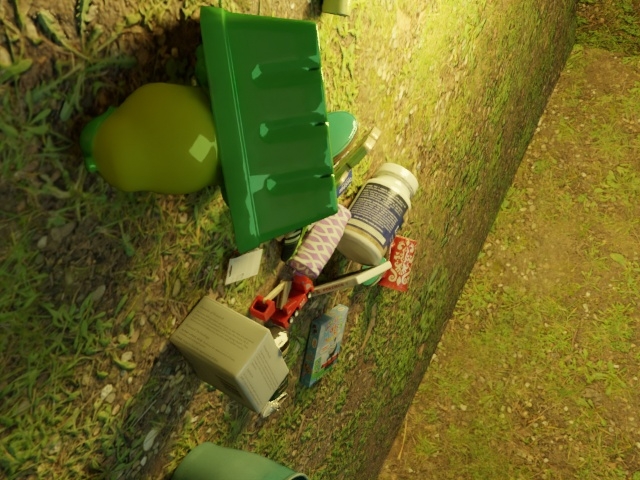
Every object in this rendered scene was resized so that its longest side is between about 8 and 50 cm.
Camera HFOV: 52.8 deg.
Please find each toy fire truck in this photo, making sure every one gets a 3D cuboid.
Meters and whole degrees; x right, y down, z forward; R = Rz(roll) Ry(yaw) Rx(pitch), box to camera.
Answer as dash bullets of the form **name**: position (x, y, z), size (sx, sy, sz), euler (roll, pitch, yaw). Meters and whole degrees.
- **toy fire truck**: position (-0.090, 0.142, 1.586), size (0.192, 0.047, 0.135), euler (-52, 148, -31)

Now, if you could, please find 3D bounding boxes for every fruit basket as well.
- **fruit basket**: position (-0.168, -0.170, 1.010), size (0.283, 0.391, 0.392), euler (-99, -158, -72)

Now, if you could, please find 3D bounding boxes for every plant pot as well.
- **plant pot**: position (-0.204, 0.604, 1.483), size (0.271, 0.255, 0.272), euler (-42, 143, -43)

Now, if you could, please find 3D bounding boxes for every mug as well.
- **mug**: position (0.248, 0.071, 2.111), size (0.150, 0.113, 0.169), euler (6, 100, -65)

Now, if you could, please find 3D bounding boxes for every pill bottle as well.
- **pill bottle**: position (0.154, -0.074, 1.768), size (0.265, 0.153, 0.153), euler (-58, 152, -21)

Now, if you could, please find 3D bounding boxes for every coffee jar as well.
- **coffee jar**: position (-0.125, 0.306, 1.608), size (0.096, 0.079, 0.185), euler (-38, 141, -46)

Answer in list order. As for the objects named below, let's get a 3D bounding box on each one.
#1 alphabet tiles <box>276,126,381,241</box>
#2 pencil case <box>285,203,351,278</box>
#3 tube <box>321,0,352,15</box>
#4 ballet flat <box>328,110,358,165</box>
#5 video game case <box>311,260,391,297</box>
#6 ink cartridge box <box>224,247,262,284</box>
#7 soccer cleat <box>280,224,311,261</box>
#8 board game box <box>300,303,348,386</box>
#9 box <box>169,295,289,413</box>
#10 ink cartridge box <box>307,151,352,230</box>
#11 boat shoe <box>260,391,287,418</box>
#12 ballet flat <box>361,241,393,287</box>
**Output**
- **alphabet tiles**: position (0.011, -0.113, 1.299), size (0.284, 0.021, 0.278), euler (-44, -172, 28)
- **pencil case**: position (0.000, 0.000, 1.610), size (0.206, 0.086, 0.088), euler (-58, 178, -18)
- **tube**: position (0.049, -0.579, 1.295), size (0.070, 0.062, 0.240), euler (-120, -143, -71)
- **ballet flat**: position (-0.041, -0.152, 1.407), size (0.342, 0.116, 0.124), euler (-51, 169, -31)
- **video game case**: position (0.072, 0.106, 1.741), size (0.201, 0.183, 0.023), euler (-20, 91, -57)
- **ink cartridge box**: position (-0.172, 0.051, 1.381), size (0.115, 0.029, 0.063), euler (-17, 125, -57)
- **soccer cleat**: position (-0.067, -0.024, 1.497), size (0.060, 0.072, 0.179), euler (-77, -169, -53)
- **board game box**: position (0.012, 0.311, 1.919), size (0.160, 0.039, 0.212), euler (-23, 129, -55)
- **box**: position (-0.183, 0.236, 1.328), size (0.119, 0.181, 0.181), euler (-52, 150, -25)
- **ink cartridge box**: position (0.006, -0.126, 1.566), size (0.207, 0.046, 0.097), euler (-50, 150, -33)
- **boat shoe**: position (-0.126, 0.451, 1.766), size (0.100, 0.035, 0.035), euler (-44, 145, -40)
- **ballet flat**: position (0.188, 0.046, 2.022), size (0.079, 0.076, 0.222), euler (27, 81, -68)
